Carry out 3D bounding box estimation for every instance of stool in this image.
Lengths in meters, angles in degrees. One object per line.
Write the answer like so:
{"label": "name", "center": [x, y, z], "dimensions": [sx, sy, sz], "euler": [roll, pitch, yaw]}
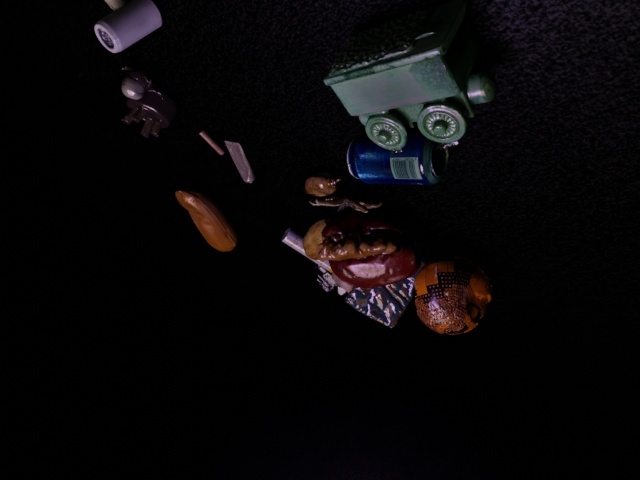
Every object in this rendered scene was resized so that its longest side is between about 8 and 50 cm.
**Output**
{"label": "stool", "center": [-0.474, -0.370, 1.310], "dimensions": [0.125, 0.121, 0.217], "euler": [21, 161, 17]}

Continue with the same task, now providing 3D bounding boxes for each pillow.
{"label": "pillow", "center": [0.214, 0.135, 1.518], "dimensions": [0.189, 0.255, 0.034], "euler": [31, -168, -10]}

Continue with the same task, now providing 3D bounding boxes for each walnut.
{"label": "walnut", "center": [0.133, 0.018, 1.365], "dimensions": [0.269, 0.221, 0.244], "euler": [-11, 164, 30]}

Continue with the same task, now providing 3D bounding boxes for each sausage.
{"label": "sausage", "center": [-0.426, -0.090, 1.838], "dimensions": [0.134, 0.116, 0.354], "euler": [29, 158, 33]}

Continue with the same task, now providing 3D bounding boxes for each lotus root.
{"label": "lotus root", "center": [0.000, 0.000, 1.612], "dimensions": [0.110, 0.097, 0.258], "euler": [30, 153, 0]}
{"label": "lotus root", "center": [0.003, -0.155, 1.326], "dimensions": [0.072, 0.063, 0.152], "euler": [28, 161, -32]}

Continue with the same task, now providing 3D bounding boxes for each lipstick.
{"label": "lipstick", "center": [-0.020, 0.046, 1.767], "dimensions": [0.264, 0.059, 0.059], "euler": [32, 156, -14]}
{"label": "lipstick", "center": [-0.321, -0.290, 1.435], "dimensions": [0.019, 0.019, 0.094], "euler": [2, 146, 43]}

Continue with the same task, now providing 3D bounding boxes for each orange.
{"label": "orange", "center": [0.366, 0.146, 1.365], "dimensions": [0.234, 0.234, 0.182], "euler": [42, 168, -31]}

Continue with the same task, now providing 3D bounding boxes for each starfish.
{"label": "starfish", "center": [0.055, -0.103, 1.344], "dimensions": [0.208, 0.053, 0.176], "euler": [3, -175, 43]}

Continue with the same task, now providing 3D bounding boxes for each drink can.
{"label": "drink can", "center": [0.164, -0.179, 1.046], "dimensions": [0.205, 0.118, 0.118], "euler": [8, 150, 37]}

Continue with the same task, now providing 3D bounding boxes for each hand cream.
{"label": "hand cream", "center": [-0.237, -0.234, 1.460], "dimensions": [0.057, 0.037, 0.165], "euler": [14, 146, 27]}

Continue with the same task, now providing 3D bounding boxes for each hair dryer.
{"label": "hair dryer", "center": [-0.454, -0.519, 0.999], "dimensions": [0.236, 0.131, 0.073], "euler": [52, 151, -20]}

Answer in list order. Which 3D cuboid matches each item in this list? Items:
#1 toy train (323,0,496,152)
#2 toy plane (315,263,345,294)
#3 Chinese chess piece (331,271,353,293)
{"label": "toy train", "center": [0.158, -0.267, 0.839], "dimensions": [0.266, 0.145, 0.202], "euler": [1, 143, 43]}
{"label": "toy plane", "center": [0.037, 0.134, 1.864], "dimensions": [0.234, 0.082, 0.160], "euler": [35, 128, -21]}
{"label": "Chinese chess piece", "center": [0.154, 0.161, 1.670], "dimensions": [0.250, 0.103, 0.250], "euler": [39, 180, 0]}
